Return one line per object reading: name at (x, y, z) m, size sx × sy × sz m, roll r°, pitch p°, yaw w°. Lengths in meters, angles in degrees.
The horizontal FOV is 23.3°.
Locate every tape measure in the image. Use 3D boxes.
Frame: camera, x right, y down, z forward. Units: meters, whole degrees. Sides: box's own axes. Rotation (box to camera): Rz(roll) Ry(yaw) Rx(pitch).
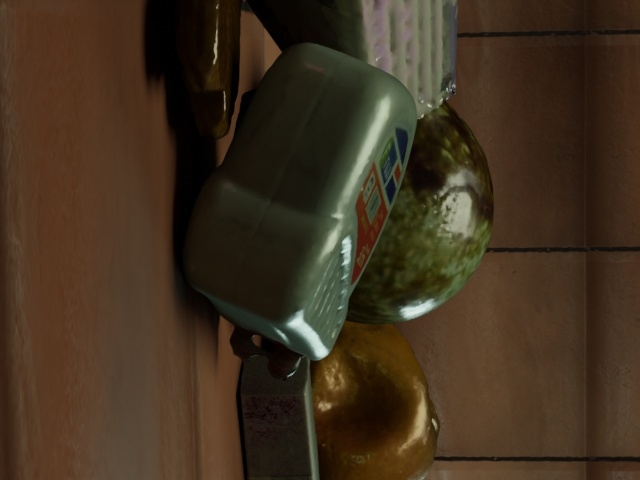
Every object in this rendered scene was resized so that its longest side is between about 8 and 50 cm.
tape measure at (-0.020, -0.028, 1.212) m, size 0.243 × 0.125 × 0.246 m, roll 69°, pitch 43°, yaw -77°

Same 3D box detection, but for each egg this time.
egg at (0.051, -0.055, 1.563) m, size 0.238 × 0.238 × 0.289 m, roll 81°, pitch -3°, yaw -60°

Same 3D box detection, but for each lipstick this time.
lipstick at (-0.034, 0.255, 1.524) m, size 0.068 × 0.066 × 0.317 m, roll -83°, pitch 171°, yaw -57°

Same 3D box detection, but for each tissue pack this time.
tissue pack at (0.009, -0.271, 1.268) m, size 0.242 × 0.125 × 0.343 m, roll 55°, pitch -14°, yaw 28°

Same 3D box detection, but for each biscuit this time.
biscuit at (-0.082, -0.185, 1.120) m, size 0.290 × 0.041 × 0.208 m, roll -87°, pitch 177°, yaw -60°

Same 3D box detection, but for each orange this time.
orange at (0.036, 0.193, 1.674) m, size 0.249 × 0.183 × 0.249 m, roll -1°, pitch 90°, yaw -84°
